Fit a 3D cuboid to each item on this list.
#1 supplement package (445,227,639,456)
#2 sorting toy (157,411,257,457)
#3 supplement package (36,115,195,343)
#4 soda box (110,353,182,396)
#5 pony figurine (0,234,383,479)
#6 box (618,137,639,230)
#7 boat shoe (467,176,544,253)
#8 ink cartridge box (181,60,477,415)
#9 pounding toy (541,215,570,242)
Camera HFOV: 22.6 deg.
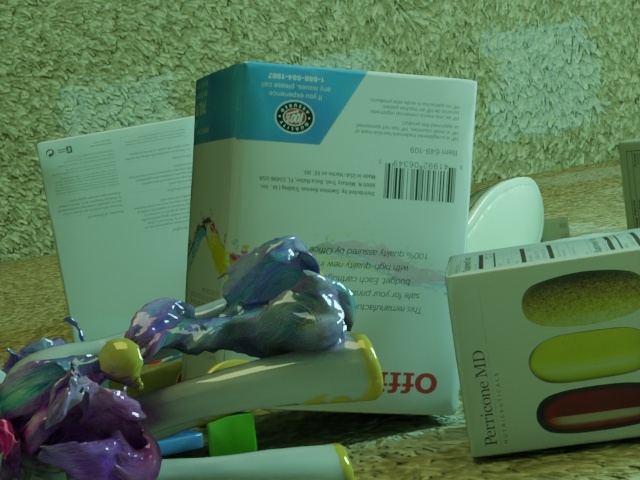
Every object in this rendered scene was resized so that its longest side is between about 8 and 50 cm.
[{"bbox_3d":[0.221,0.066,1.168,0.244,0.139,0.134,-9,5,7],"label":"supplement package"},{"bbox_3d":[-0.197,0.168,1.283,0.347,0.047,0.196,-3,4,45],"label":"sorting toy"},{"bbox_3d":[-0.217,-0.014,2.005,0.199,0.263,0.198,-9,5,4],"label":"supplement package"},{"bbox_3d":[-0.122,0.130,1.469,0.061,0.058,0.181,-4,8,39],"label":"soda box"},{"bbox_3d":[-0.155,0.108,0.929,0.363,0.303,0.351,-13,-26,-11],"label":"pony figurine"},{"bbox_3d":[0.543,-0.075,2.077,0.121,0.148,0.311,-11,7,-34],"label":"box"},{"bbox_3d":[0.143,0.019,1.696,0.091,0.109,0.305,-5,24,38],"label":"boat shoe"},{"bbox_3d":[0.000,0.000,1.329,0.198,0.270,0.197,4,1,-15],"label":"ink cartridge box"},{"bbox_3d":[0.225,0.031,1.839,0.130,0.100,0.141,-8,-5,6],"label":"pounding toy"}]
